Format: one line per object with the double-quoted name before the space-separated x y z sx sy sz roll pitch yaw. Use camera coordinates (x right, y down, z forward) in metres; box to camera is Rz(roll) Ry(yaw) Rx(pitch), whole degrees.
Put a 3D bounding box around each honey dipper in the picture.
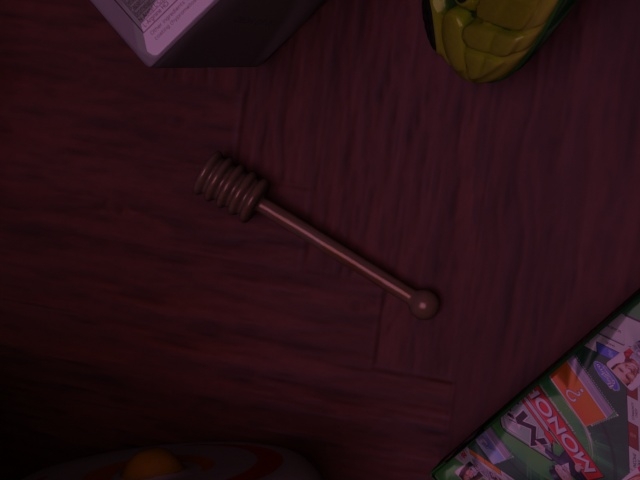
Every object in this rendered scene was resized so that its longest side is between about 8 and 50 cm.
"honey dipper" 0.000 0.000 1.082 0.160 0.030 0.030 31 102 5

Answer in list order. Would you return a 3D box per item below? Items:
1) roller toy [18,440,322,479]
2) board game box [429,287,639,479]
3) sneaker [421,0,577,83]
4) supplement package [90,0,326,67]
"roller toy" -0.089 0.189 1.040 0.209 0.191 0.146 3 100 57
"board game box" 0.245 0.179 1.027 0.213 0.046 0.317 -43 85 15
"sneaker" 0.155 -0.198 0.972 0.295 0.123 0.109 -58 47 31
"supplement package" -0.077 -0.253 0.982 0.198 0.199 0.263 -43 85 14
